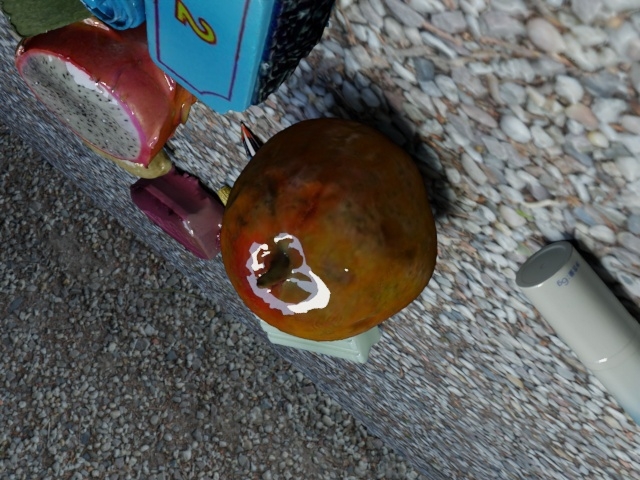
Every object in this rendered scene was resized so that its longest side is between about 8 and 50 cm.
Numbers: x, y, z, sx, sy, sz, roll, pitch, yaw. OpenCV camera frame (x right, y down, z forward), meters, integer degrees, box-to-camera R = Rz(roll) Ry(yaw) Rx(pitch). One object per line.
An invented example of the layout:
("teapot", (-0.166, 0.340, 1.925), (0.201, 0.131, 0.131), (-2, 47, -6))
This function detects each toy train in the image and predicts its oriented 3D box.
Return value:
("toy train", (-0.107, -0.270, 0.637), (0.265, 0.188, 0.300), (37, 162, 0))

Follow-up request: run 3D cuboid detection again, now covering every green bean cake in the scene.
("green bean cake", (-0.347, -0.364, 0.917), (0.094, 0.185, 0.183), (60, 165, 3))

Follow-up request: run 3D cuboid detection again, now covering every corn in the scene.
("corn", (-0.191, -0.082, 1.520), (0.092, 0.037, 0.037), (54, 160, -25))

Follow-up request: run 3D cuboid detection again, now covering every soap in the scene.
("soap", (-0.333, -0.069, 1.717), (0.324, 0.127, 0.220), (30, 161, 32))
("soap", (-0.017, 0.168, 1.517), (0.265, 0.088, 0.160), (5, 135, 38))

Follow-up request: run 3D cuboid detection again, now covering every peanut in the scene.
("peanut", (-0.452, -0.231, 1.600), (0.253, 0.122, 0.137), (31, 170, 19))

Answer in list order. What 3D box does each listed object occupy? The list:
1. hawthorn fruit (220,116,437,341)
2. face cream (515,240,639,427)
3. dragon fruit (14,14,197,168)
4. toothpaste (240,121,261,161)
("hawthorn fruit", (0.000, 0.000, 0.831), (0.276, 0.298, 0.277), (7, 109, 21))
("face cream", (0.325, 0.114, 0.780), (0.250, 0.077, 0.077), (47, 162, -11))
("dragon fruit", (-0.331, -0.273, 1.143), (0.290, 0.189, 0.291), (30, 160, 12))
("toothpaste", (-0.091, -0.110, 1.172), (0.194, 0.045, 0.071), (60, 167, 15))
